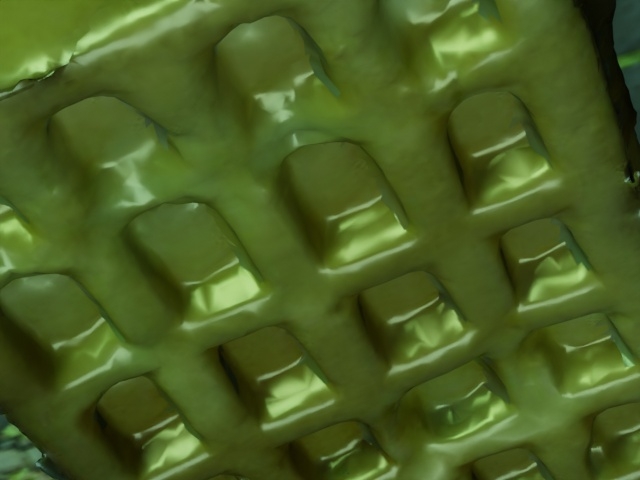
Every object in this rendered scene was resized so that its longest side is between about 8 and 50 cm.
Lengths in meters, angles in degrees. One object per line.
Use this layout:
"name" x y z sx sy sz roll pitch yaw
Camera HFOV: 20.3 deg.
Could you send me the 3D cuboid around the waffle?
"waffle" 0.000 0.000 0.560 0.224 0.098 0.328 -25 141 6
